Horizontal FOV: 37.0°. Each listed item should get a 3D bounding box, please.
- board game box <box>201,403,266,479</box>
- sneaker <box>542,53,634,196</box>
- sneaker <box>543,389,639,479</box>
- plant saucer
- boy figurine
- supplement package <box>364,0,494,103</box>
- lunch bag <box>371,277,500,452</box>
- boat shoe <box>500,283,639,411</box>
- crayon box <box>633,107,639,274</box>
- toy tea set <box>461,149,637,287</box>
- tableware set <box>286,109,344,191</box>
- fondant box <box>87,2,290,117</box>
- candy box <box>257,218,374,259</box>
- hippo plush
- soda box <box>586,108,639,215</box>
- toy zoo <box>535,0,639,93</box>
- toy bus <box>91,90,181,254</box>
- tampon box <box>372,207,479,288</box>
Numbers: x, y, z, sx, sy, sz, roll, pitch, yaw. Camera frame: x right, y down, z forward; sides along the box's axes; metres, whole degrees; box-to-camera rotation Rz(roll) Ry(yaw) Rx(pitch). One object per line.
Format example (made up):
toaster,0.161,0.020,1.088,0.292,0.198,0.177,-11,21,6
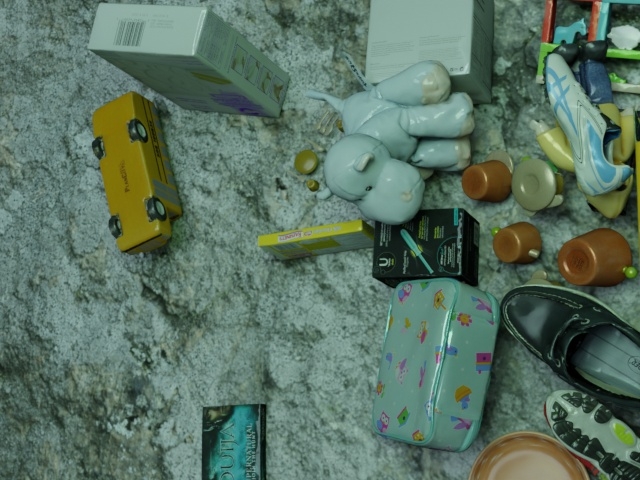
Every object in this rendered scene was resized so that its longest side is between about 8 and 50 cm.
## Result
board game box,-0.160,0.396,1.758,0.126,0.026,0.186,-8,74,23
sneaker,0.397,-0.181,1.434,0.086,0.085,0.237,-25,70,22
sneaker,0.451,0.328,1.450,0.107,0.118,0.279,-42,86,-3
plant saucer,0.333,0.405,1.520,0.200,0.037,0.200,-6,75,24
boy figurine,0.424,-0.172,1.521,0.177,0.092,0.285,-4,69,-2
supplement package,0.199,-0.356,1.713,0.194,0.149,0.203,-1,76,25
lunch bag,0.182,0.197,1.561,0.224,0.108,0.279,-14,62,65
boat shoe,0.400,0.162,1.411,0.340,0.113,0.127,37,104,30
crayon box,0.529,-0.020,1.443,0.083,0.203,0.323,-4,75,24
toy tea set,0.378,-0.024,1.589,0.200,0.124,0.336,-44,63,42
tableware set,0.014,-0.165,1.825,0.104,0.024,0.154,34,91,25
fondant box,-0.239,-0.336,1.810,0.238,0.330,0.096,9,83,26
candy box,0.000,0.000,1.740,0.206,0.105,0.027,-9,73,22
hippo plush,0.112,-0.164,1.580,0.294,0.236,0.234,38,133,-10
soda box,0.487,-0.130,1.576,0.060,0.053,0.169,11,81,27
toy zoo,0.475,-0.402,1.604,0.192,0.030,0.293,10,104,27
toy bus,-0.369,-0.133,1.932,0.108,0.130,0.332,-24,68,17
tampon box,0.183,0.015,1.653,0.161,0.101,0.120,-2,75,25
